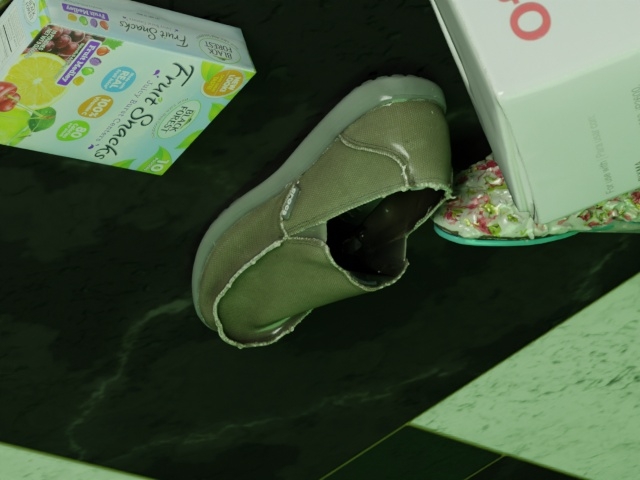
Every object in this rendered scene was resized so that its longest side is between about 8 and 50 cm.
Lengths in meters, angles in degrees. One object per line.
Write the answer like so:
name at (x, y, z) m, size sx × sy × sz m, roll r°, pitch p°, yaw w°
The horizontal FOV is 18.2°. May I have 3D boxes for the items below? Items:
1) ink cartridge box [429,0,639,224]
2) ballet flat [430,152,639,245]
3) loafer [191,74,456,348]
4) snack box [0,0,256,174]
ink cartridge box at (0.198, -0.174, 0.972) m, size 0.306 × 0.226 × 0.131 m, roll -22°, pitch 149°, yaw 2°
ballet flat at (0.177, -0.044, 1.330) m, size 0.241 × 0.091 × 0.077 m, roll -4°, pitch 116°, yaw -33°
loafer at (0.000, 0.000, 1.270) m, size 0.094 × 0.087 × 0.251 m, roll 4°, pitch 142°, yaw -34°
snack box at (-0.121, -0.089, 1.109) m, size 0.141 × 0.037 × 0.100 m, roll 10°, pitch 139°, yaw -41°
